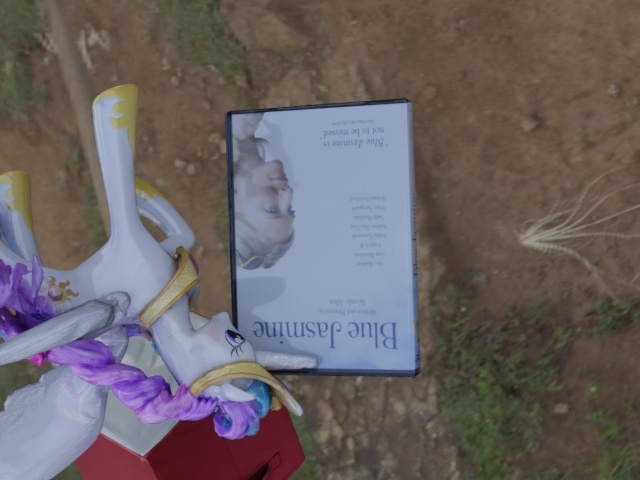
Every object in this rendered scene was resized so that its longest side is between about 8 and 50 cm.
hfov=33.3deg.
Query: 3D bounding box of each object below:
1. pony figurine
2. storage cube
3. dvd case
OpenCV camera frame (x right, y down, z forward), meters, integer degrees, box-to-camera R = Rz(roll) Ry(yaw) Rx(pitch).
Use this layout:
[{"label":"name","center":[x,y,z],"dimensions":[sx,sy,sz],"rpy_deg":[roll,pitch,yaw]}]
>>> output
[{"label":"pony figurine","center":[-0.224,0.064,0.963],"dimensions":[0.363,0.351,0.302],"rpy_deg":[57,154,21]},{"label":"storage cube","center":[-0.163,0.206,1.183],"dimensions":[0.215,0.184,0.193],"rpy_deg":[20,140,38]},{"label":"dvd case","center":[0.000,0.000,0.993],"dimensions":[0.180,0.022,0.252],"rpy_deg":[-2,91,18]}]
